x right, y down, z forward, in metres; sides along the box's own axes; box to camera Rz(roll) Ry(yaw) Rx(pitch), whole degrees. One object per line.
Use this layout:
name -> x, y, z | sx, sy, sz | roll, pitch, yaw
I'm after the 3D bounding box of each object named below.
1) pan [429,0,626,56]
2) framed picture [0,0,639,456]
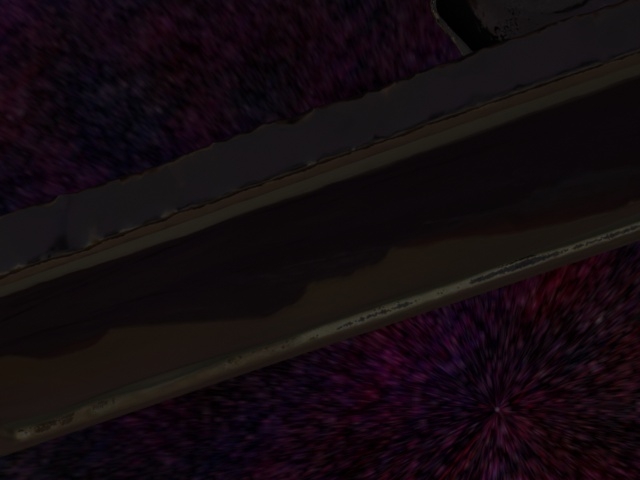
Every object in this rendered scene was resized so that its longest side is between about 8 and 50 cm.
pan -> 0.081, -0.107, 0.880 | 0.202, 0.048, 0.128 | -43, 109, 5
framed picture -> 0.000, 0.001, 0.510 | 0.265, 0.192, 0.018 | -19, 75, 7
